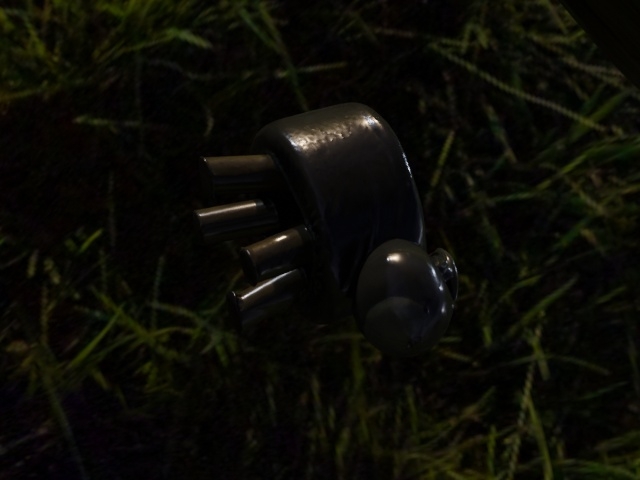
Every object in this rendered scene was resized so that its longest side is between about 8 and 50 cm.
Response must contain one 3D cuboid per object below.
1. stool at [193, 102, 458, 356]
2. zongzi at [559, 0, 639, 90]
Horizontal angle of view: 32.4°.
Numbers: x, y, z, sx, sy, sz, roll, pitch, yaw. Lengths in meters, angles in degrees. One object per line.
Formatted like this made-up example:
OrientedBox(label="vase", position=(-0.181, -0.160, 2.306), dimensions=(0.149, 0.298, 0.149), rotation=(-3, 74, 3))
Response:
OrientedBox(label="stool", position=(-0.001, -0.008, 0.787), dimensions=(0.139, 0.228, 0.153), rotation=(-17, 112, -19))
OrientedBox(label="zongzi", position=(0.104, -0.158, 0.500), dimensions=(0.242, 0.112, 0.220), rotation=(-17, 84, -36))
